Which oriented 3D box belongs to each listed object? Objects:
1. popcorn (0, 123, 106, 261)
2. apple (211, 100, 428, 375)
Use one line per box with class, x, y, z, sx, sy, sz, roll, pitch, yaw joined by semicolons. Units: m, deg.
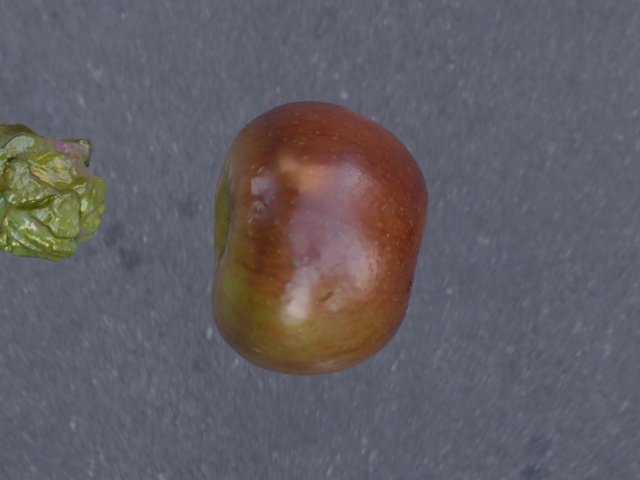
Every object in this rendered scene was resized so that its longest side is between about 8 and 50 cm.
popcorn;-0.272;-0.045;1.423;0.125;0.145;0.126;-1;110;-31
apple;0.000;0.000;1.226;0.173;0.210;0.235;9;67;-10
